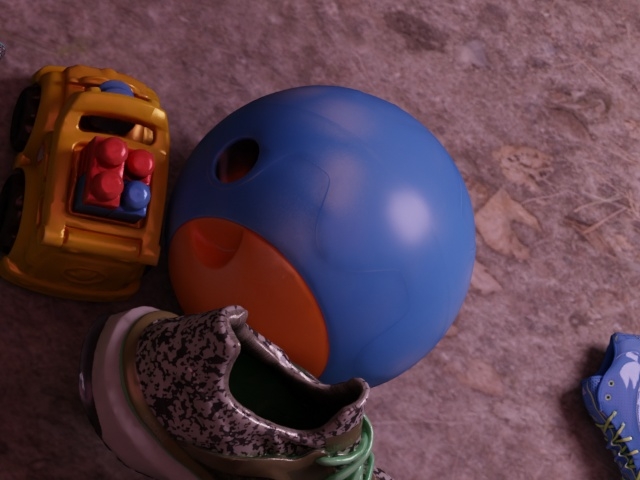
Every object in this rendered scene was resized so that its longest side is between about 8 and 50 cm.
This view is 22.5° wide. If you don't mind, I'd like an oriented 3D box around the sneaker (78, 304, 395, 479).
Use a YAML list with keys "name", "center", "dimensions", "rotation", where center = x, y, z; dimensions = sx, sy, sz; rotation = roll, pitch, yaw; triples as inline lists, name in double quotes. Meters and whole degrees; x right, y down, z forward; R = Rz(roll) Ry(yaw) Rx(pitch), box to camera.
- name: "sneaker"
  center: [-0.012, 0.186, 1.380]
  dimensions: [0.410, 0.182, 0.158]
  rotation: [39, 47, -32]

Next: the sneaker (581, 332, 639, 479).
- name: "sneaker"
  center: [0.328, 0.207, 1.710]
  dimensions: [0.126, 0.091, 0.240]
  rotation: [13, 73, -1]

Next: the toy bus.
- name: "toy bus"
  center: [-0.201, -0.072, 1.469]
  dimensions: [0.149, 0.211, 0.220]
  rotation: [11, 73, -19]

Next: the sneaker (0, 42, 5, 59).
- name: "sneaker"
  center: [-0.353, -0.229, 1.531]
  dimensions: [0.076, 0.065, 0.166]
  rotation: [-19, 89, -42]

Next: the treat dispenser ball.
- name: "treat dispenser ball"
  center: [0.000, 0.000, 1.492]
  dimensions: [0.288, 0.288, 0.288]
  rotation: [5, 76, -22]
